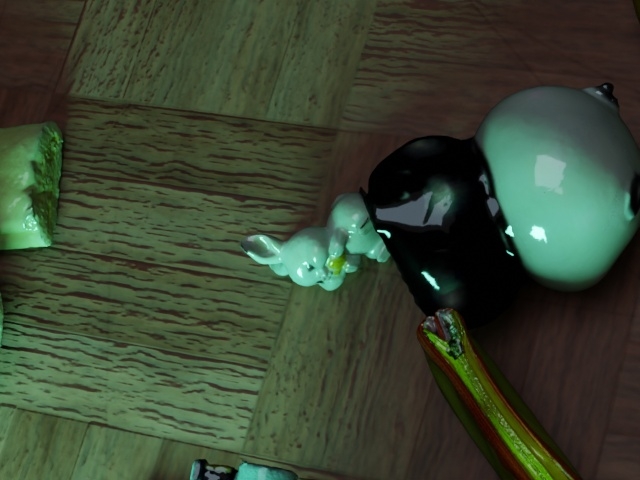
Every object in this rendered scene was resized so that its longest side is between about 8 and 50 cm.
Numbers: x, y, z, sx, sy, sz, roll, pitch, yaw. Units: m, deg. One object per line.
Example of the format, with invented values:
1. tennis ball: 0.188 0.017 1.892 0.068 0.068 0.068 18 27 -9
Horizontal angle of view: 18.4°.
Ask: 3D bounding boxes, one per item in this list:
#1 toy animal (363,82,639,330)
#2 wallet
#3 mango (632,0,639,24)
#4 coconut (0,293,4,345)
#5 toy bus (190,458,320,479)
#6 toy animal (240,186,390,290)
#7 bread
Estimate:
1. toy animal: 0.173 -0.034 1.739 0.235 0.165 0.187 -24 63 9
2. wallet: 0.164 0.174 1.664 0.067 0.141 0.241 -36 59 -1
3. mango: 0.342 -0.219 1.797 0.111 0.089 0.163 -25 70 24
4. coconut: -0.429 0.073 1.897 0.224 0.234 0.224 -6 70 17
5. toy bus: 0.028 0.269 1.632 0.275 0.167 0.138 7 77 7
6. toy animal: 0.003 0.005 1.844 0.124 0.071 0.085 -37 60 4
7. bread: -0.356 -0.052 2.021 0.178 0.060 0.139 -7 65 19
